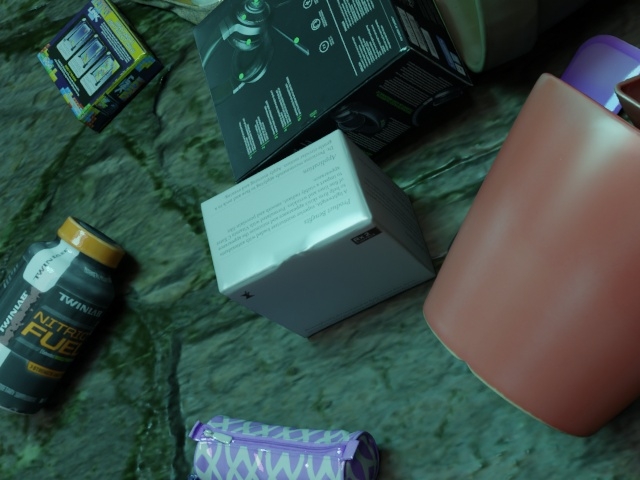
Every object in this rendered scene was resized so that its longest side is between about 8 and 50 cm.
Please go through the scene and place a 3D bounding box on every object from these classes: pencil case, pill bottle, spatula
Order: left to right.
[{"bbox_3d":[-0.355,0.091,1.215,0.130,0.130,0.245,33,89,34],"label":"pill bottle"},{"bbox_3d":[-0.040,0.233,1.010,0.206,0.088,0.086,0,40,27],"label":"pencil case"},{"bbox_3d":[0.234,-0.094,1.018,0.296,0.030,0.084,-50,55,4],"label":"spatula"}]

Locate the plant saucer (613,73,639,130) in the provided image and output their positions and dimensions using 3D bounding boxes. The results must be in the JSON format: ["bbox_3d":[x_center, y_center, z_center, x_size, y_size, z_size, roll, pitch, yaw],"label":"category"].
[{"bbox_3d":[0.428,-0.088,0.825,0.259,0.047,0.259,-24,49,-30],"label":"plant saucer"}]

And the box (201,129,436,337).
[{"bbox_3d":[0.000,0.000,1.022,0.181,0.182,0.119,-26,59,18],"label":"box"}]

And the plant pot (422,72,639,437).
[{"bbox_3d":[0.240,0.024,0.847,0.275,0.275,0.243,43,106,34],"label":"plant pot"}]

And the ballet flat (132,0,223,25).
[{"bbox_3d":[-0.188,-0.364,1.311,0.316,0.106,0.107,15,79,32],"label":"ballet flat"}]

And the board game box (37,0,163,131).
[{"bbox_3d":[-0.328,-0.265,1.387,0.141,0.048,0.170,-42,57,7],"label":"board game box"}]

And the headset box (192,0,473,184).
[{"bbox_3d":[-0.004,-0.210,1.106,0.283,0.131,0.246,-36,57,28],"label":"headset box"}]

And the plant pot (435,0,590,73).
[{"bbox_3d":[0.241,-0.373,0.987,0.281,0.323,0.323,-20,61,2],"label":"plant pot"}]
